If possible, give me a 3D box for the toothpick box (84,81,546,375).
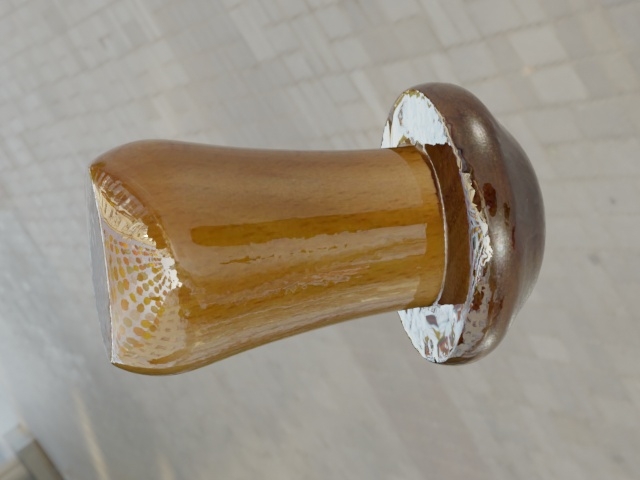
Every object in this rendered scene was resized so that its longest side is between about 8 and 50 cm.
[{"bbox_3d":[0.000,0.000,0.915,0.192,0.294,0.192,172,90,-76],"label":"toothpick box"}]
